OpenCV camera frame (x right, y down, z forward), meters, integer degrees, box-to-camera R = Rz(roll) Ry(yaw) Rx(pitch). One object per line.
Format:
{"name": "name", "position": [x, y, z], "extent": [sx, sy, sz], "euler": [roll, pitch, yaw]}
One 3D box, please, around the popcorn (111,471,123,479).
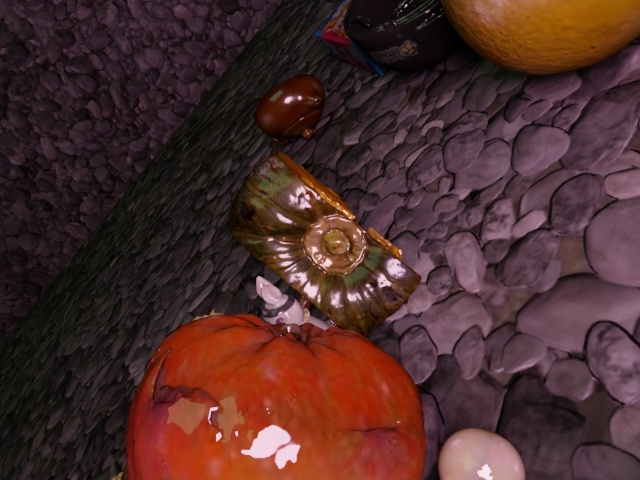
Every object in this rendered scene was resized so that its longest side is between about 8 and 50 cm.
{"name": "popcorn", "position": [-0.296, 0.419, 0.732], "extent": [0.120, 0.116, 0.106], "euler": [-28, 23, -30]}

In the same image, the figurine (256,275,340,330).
{"name": "figurine", "position": [-0.044, 0.123, 0.655], "extent": [0.081, 0.146, 0.098], "euler": [-7, 54, 50]}

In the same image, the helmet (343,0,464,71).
{"name": "helmet", "position": [0.185, -0.401, 0.879], "extent": [0.278, 0.160, 0.231], "euler": [12, 68, 42]}

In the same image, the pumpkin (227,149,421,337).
{"name": "pumpkin", "position": [-0.001, 0.001, 0.725], "extent": [0.139, 0.280, 0.190], "euler": [-49, -4, 7]}

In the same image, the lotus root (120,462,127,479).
{"name": "lotus root", "position": [-0.219, 0.333, 0.701], "extent": [0.120, 0.120, 0.210], "euler": [-21, 39, 43]}

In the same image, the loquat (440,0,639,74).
{"name": "loquat", "position": [0.253, -0.368, 0.548], "extent": [0.328, 0.359, 0.329], "euler": [18, -90, -89]}

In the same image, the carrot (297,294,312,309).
{"name": "carrot", "position": [0.001, 0.040, 0.788], "extent": [0.048, 0.048, 0.216], "euler": [-3, 60, 53]}

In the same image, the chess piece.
{"name": "chess piece", "position": [0.109, 0.232, 0.385], "extent": [0.094, 0.094, 0.171], "euler": [-9, 48, 50]}

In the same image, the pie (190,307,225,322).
{"name": "pie", "position": [-0.131, 0.199, 0.685], "extent": [0.084, 0.205, 0.179], "euler": [-16, 35, -23]}

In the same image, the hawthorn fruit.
{"name": "hawthorn fruit", "position": [-0.050, 0.222, 0.470], "extent": [0.276, 0.275, 0.308], "euler": [36, 114, 60]}

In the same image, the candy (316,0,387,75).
{"name": "candy", "position": [0.110, -0.496, 1.145], "extent": [0.157, 0.100, 0.306], "euler": [-47, 31, 9]}

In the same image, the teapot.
{"name": "teapot", "position": [-0.069, -0.290, 1.167], "extent": [0.178, 0.135, 0.252], "euler": [-29, -3, -29]}
